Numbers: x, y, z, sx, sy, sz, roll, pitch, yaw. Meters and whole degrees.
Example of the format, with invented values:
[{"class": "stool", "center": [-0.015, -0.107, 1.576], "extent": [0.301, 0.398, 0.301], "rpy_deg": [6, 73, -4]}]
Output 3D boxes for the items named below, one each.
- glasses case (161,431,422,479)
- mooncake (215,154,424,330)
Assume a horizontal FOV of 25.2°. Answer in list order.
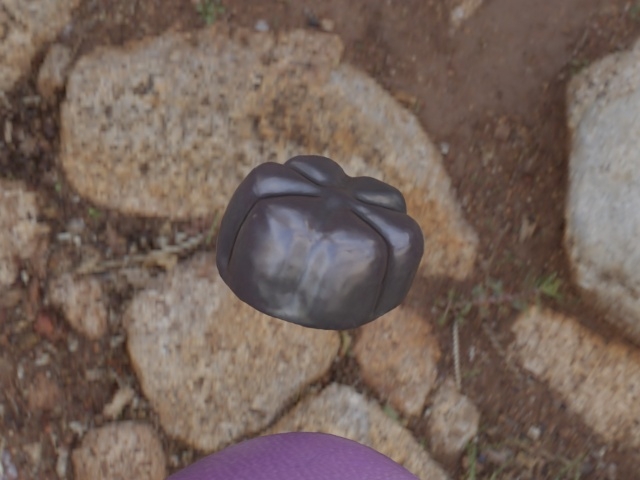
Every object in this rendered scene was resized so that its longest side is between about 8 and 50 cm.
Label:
[{"class": "glasses case", "center": [-0.088, 0.164, 0.386], "extent": [0.316, 0.076, 0.123], "rpy_deg": [-34, 42, -21]}, {"class": "mooncake", "center": [0.000, 0.000, 1.712], "extent": [0.244, 0.133, 0.245], "rpy_deg": [15, 28, -8]}]
